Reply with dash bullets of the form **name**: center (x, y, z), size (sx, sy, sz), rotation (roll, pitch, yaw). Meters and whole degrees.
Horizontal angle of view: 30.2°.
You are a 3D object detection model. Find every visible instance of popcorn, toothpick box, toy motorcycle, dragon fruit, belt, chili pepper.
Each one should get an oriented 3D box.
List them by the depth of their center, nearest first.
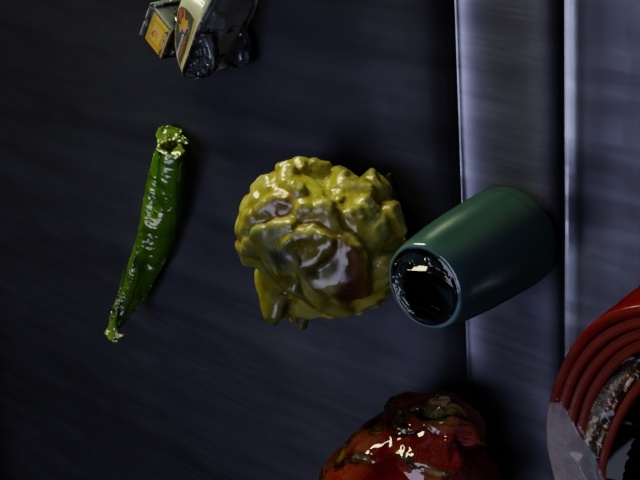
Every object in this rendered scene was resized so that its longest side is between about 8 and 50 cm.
- **belt**: center (0.357, 0.194, 1.227), size (0.227, 0.115, 0.324), rotation (29, 127, 32)
- **toothpick box**: center (0.162, 0.022, 1.282), size (0.120, 0.184, 0.120), rotation (20, 122, 35)
- **popcorn**: center (0.002, 0.002, 1.435), size (0.218, 0.169, 0.189), rotation (22, 131, 13)
- **dragon fruit**: center (0.099, 0.332, 1.445), size (0.250, 0.250, 0.315), rotation (39, 90, 24)
- **toy motorcycle**: center (-0.134, -0.314, 1.479), size (0.157, 0.091, 0.263), rotation (50, 137, 21)
- **chili pepper**: center (-0.250, -0.001, 1.741), size (0.085, 0.076, 0.359), rotation (60, 140, 45)
